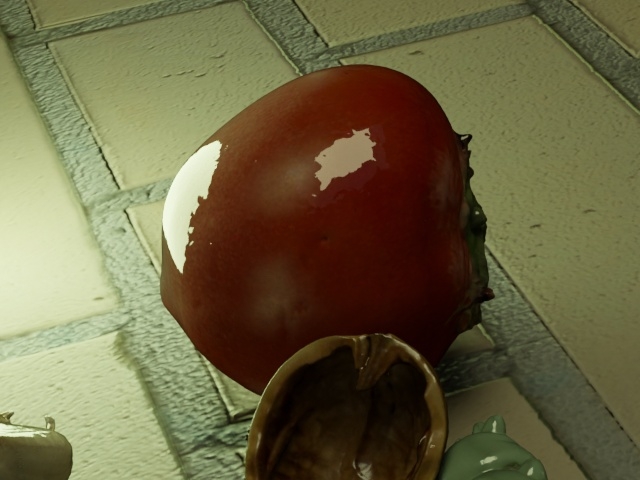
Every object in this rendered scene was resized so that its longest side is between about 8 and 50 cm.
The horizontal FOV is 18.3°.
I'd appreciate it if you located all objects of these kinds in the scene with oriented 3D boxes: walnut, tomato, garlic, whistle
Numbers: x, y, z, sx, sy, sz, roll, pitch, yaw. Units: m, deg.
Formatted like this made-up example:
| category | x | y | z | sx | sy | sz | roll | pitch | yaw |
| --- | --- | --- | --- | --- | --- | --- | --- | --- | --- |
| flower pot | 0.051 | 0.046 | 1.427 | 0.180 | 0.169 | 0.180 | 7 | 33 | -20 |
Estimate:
| category | x | y | z | sx | sy | sz | roll | pitch | yaw |
| --- | --- | --- | --- | --- | --- | --- | --- | --- | --- |
| walnut | 0.025 | 0.182 | 1.686 | 0.167 | 0.087 | 0.211 | 22 | 83 | 18 |
| tomato | 0.000 | 0.000 | 1.838 | 0.321 | 0.322 | 0.321 | -5 | 30 | 3 |
| garlic | -0.323 | 0.202 | 1.734 | 0.229 | 0.143 | 0.178 | 8 | -8 | 36 |
| whistle | 0.157 | 0.231 | 1.612 | 0.105 | 0.102 | 0.253 | -11 | 28 | -13 |
